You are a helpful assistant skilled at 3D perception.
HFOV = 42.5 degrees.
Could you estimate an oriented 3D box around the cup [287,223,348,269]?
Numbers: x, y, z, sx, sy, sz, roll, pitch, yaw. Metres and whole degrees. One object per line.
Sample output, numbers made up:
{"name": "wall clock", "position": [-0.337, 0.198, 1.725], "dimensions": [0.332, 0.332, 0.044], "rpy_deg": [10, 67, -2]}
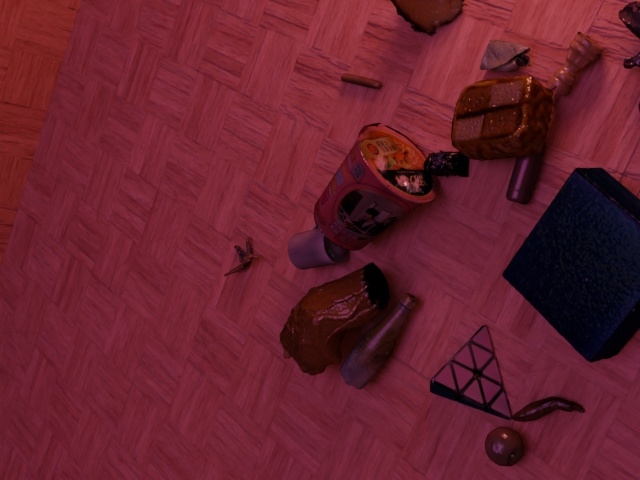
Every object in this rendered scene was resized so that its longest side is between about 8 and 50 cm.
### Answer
{"name": "cup", "position": [0.004, 0.010, 2.126], "dimensions": [0.133, 0.136, 0.099], "rpy_deg": [-13, 111, 41]}

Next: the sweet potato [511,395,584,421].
{"name": "sweet potato", "position": [0.466, 0.347, 1.701], "dimensions": [0.153, 0.038, 0.041], "rpy_deg": [-18, 97, 31]}

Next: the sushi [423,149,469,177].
{"name": "sushi", "position": [0.284, -0.177, 1.888], "dimensions": [0.083, 0.084, 0.056], "rpy_deg": [2, 86, 43]}

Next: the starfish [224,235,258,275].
{"name": "starfish", "position": [-0.224, 0.060, 2.346], "dimensions": [0.130, 0.041, 0.133], "rpy_deg": [-51, 29, 19]}

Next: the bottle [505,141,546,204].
{"name": "bottle", "position": [0.440, -0.149, 1.766], "dimensions": [0.053, 0.053, 0.140], "rpy_deg": [22, 99, 41]}

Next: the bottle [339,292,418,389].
{"name": "bottle", "position": [0.146, 0.238, 1.970], "dimensions": [0.270, 0.083, 0.083], "rpy_deg": [-54, 54, 18]}

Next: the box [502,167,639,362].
{"name": "box", "position": [0.536, 0.045, 1.597], "dimensions": [0.261, 0.116, 0.279], "rpy_deg": [52, 129, 34]}

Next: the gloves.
{"name": "gloves", "position": [0.021, 0.187, 2.012], "dimensions": [0.356, 0.155, 0.203], "rpy_deg": [-48, 17, 29]}

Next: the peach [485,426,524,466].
{"name": "peach", "position": [0.387, 0.433, 1.735], "dimensions": [0.083, 0.083, 0.083], "rpy_deg": [-6, 82, 41]}

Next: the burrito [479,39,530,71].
{"name": "burrito", "position": [0.413, -0.404, 1.824], "dimensions": [0.118, 0.044, 0.074], "rpy_deg": [25, 99, 43]}

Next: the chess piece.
{"name": "chess piece", "position": [0.525, -0.365, 1.713], "dimensions": [0.066, 0.066, 0.122], "rpy_deg": [52, 124, 32]}

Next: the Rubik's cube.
{"name": "Rubik's cube", "position": [0.293, 0.271, 1.774], "dimensions": [0.211, 0.178, 0.191], "rpy_deg": [7, 87, 41]}

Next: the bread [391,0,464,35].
{"name": "bread", "position": [0.243, -0.576, 1.941], "dimensions": [0.140, 0.169, 0.160], "rpy_deg": [-35, 78, 32]}

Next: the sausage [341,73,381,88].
{"name": "sausage", "position": [0.104, -0.409, 2.114], "dimensions": [0.132, 0.024, 0.024], "rpy_deg": [23, 100, 42]}

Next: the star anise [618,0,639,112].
{"name": "star anise", "position": [0.666, -0.349, 1.552], "dimensions": [0.198, 0.110, 0.258], "rpy_deg": [-11, 72, 41]}

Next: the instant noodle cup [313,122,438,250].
{"name": "instant noodle cup", "position": [0.114, -0.110, 1.955], "dimensions": [0.255, 0.243, 0.244], "rpy_deg": [-46, 57, 37]}

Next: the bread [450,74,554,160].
{"name": "bread", "position": [0.387, -0.264, 1.761], "dimensions": [0.222, 0.096, 0.182], "rpy_deg": [2, 72, 53]}
